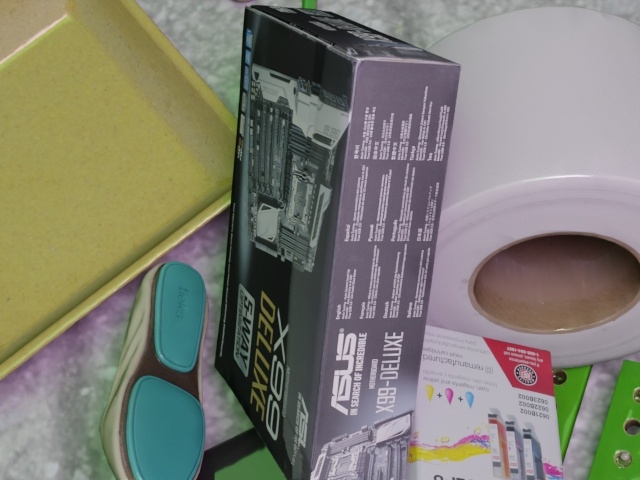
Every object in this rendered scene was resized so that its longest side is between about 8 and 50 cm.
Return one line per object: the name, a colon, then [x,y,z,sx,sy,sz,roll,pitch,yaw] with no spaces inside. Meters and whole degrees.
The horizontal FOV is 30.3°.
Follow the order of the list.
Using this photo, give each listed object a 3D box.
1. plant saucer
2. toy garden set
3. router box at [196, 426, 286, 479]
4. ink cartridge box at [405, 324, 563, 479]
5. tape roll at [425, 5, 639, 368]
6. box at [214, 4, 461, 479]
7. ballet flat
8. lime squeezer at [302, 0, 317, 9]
plant saucer: [-0.263,-0.068,1.075,0.333,0.081,0.333,-37,71,-8]
toy garden set: [0.263,0.204,0.911,0.244,0.049,0.203,12,70,26]
router box: [-0.064,0.324,0.913,0.243,0.081,0.308,-25,70,-3]
ink cartridge box: [0.096,0.174,0.886,0.128,0.127,0.176,13,57,-22]
tape roll: [0.173,-0.033,0.906,0.246,0.246,0.169,-4,52,5]
box: [0.000,0.000,0.856,0.077,0.242,0.307,0,109,-20]
ballet flat: [-0.136,0.124,0.954,0.086,0.086,0.248,-2,42,6]
lime squeezer: [0.020,-0.100,1.078,0.110,0.059,0.310,-16,65,-34]
